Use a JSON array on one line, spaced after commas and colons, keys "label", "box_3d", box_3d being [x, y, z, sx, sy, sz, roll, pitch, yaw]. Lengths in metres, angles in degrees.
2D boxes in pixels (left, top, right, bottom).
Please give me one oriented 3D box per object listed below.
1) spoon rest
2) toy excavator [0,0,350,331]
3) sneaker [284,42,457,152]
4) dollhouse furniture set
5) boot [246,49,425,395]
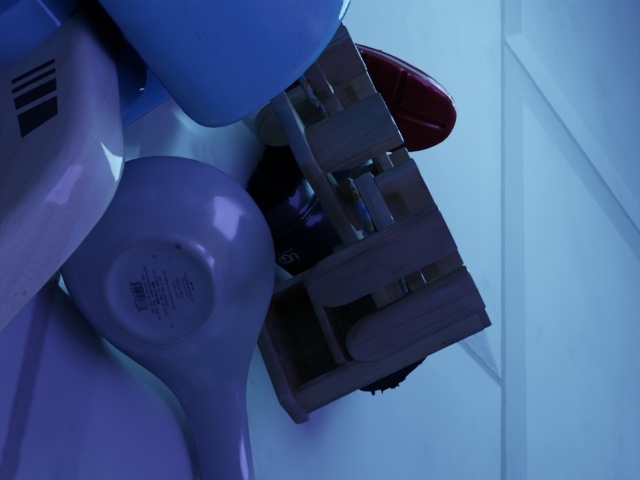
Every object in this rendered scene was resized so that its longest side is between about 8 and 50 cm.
[{"label": "spoon rest", "box_3d": [-0.086, 0.075, 0.907, 0.084, 0.137, 0.276, -83, 164, -69]}, {"label": "toy excavator", "box_3d": [-0.128, -0.111, 0.761, 0.222, 0.433, 0.445, 54, 5, -33]}, {"label": "sneaker", "box_3d": [0.007, -0.152, 1.113, 0.221, 0.087, 0.128, 20, 37, -3]}, {"label": "dollhouse furniture set", "box_3d": [0.000, 0.000, 0.958, 0.242, 0.161, 0.212, 58, 7, -52]}, {"label": "boot", "box_3d": [0.040, -0.016, 1.188, 0.207, 0.094, 0.246, 54, 40, -26]}]
